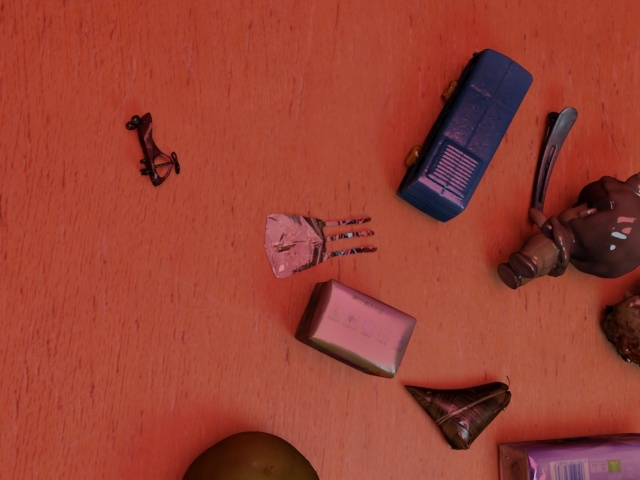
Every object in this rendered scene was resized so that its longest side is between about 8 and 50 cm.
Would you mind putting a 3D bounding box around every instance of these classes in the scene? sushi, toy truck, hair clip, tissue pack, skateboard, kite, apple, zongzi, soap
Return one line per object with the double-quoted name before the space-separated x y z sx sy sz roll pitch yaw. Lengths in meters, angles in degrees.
"sushi" 0.761 0.189 1.833 0.219 0.225 0.238 -30 58 -6
"toy truck" 0.319 -0.233 1.803 0.161 0.162 0.384 32 77 -6
"hair clip" 0.526 -0.169 1.901 0.048 0.083 0.275 16 87 -16
"tissue pack" 0.568 0.543 1.767 0.339 0.160 0.242 0 84 -14
"skateboard" -0.341 -0.188 1.699 0.080 0.067 0.151 -16 92 -25
"kite" 0.000 0.000 1.774 0.245 0.015 0.141 -7 87 -13
"apple" -0.130 0.509 1.558 0.292 0.254 0.291 3 79 -17
"zongzi" 0.303 0.326 1.778 0.187 0.084 0.184 -39 83 -22
"soap" 0.067 0.179 1.681 0.200 0.182 0.138 27 78 -8

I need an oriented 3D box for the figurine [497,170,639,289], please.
"figurine" 0.572 -0.004 1.802 0.381 0.248 0.203 -21 47 -14
